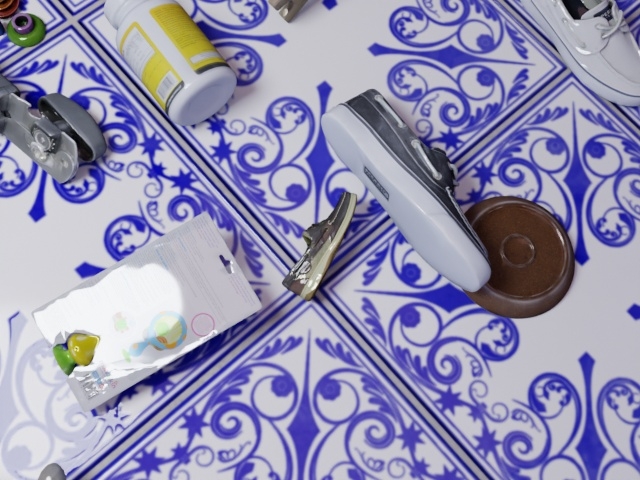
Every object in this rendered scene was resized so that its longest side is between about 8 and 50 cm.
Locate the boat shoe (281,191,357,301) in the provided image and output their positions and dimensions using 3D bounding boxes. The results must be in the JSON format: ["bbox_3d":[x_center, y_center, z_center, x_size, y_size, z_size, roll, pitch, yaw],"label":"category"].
[{"bbox_3d":[0.000,0.000,0.953,0.049,0.056,0.152,26,72,-2],"label":"boat shoe"}]

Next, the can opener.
[{"bbox_3d":[-0.401,-0.185,0.982,0.283,0.076,0.095,40,41,8],"label":"can opener"}]

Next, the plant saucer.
[{"bbox_3d":[0.253,0.016,0.985,0.169,0.029,0.168,2,72,-5],"label":"plant saucer"}]

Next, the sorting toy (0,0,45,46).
[{"bbox_3d":[-0.420,-0.306,1.020,0.102,0.042,0.061,44,74,9],"label":"sorting toy"}]

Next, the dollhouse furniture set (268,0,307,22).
[{"bbox_3d":[-0.148,-0.485,0.996,0.374,0.201,0.152,44,99,10],"label":"dollhouse furniture set"}]

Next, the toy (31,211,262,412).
[{"bbox_3d":[-0.204,0.085,0.908,0.237,0.056,0.136,-30,81,-8],"label":"toy"}]

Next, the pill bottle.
[{"bbox_3d":[-0.200,-0.247,0.989,0.103,0.103,0.184,-35,78,-14],"label":"pill bottle"}]

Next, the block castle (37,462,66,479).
[{"bbox_3d":[-0.468,0.307,0.688,0.454,0.303,0.212,3,79,-4],"label":"block castle"}]

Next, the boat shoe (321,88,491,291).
[{"bbox_3d":[0.128,-0.073,0.966,0.102,0.108,0.301,-34,70,-15],"label":"boat shoe"}]

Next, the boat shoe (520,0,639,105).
[{"bbox_3d":[0.380,-0.299,1.067,0.095,0.084,0.258,-39,79,-15],"label":"boat shoe"}]
